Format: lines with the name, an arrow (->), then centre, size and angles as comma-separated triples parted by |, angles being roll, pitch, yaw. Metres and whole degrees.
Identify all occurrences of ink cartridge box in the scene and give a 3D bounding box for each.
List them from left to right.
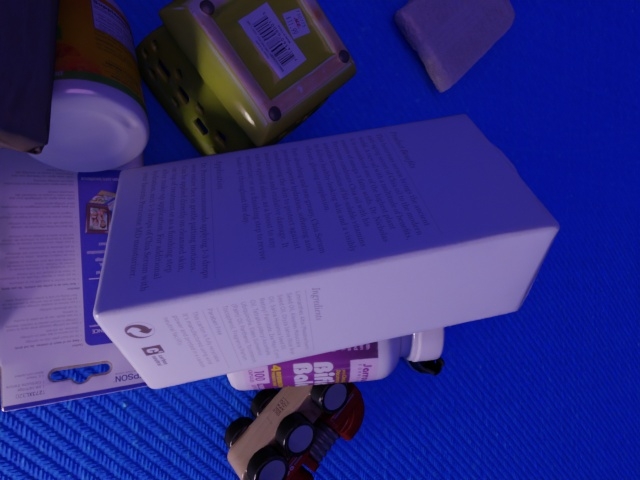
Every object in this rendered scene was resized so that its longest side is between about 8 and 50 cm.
ink cartridge box -> -0.330, 0.022, 0.585 | 0.176, 0.069, 0.369 | -2, 89, -27

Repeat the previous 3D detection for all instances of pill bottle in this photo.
pill bottle -> -0.295, -0.218, 0.523 | 0.137, 0.136, 0.245 | -7, 64, -26
pill bottle -> 0.018, 0.126, 0.645 | 0.302, 0.169, 0.169 | -4, 92, -2

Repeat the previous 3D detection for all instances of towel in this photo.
towel -> 0.284, -0.461, 0.899 | 0.282, 0.049, 0.187 | -45, 107, -18

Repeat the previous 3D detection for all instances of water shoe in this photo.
water shoe -> 0.171, 0.168, 0.823 | 0.073, 0.080, 0.203 | -41, 107, -21

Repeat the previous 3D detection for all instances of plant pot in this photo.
plant pot -> -0.101, -0.251, 0.620 | 0.227, 0.207, 0.228 | -43, 109, -21

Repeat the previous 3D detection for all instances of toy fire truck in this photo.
toy fire truck -> 0.005, 0.347, 0.716 | 0.217, 0.159, 0.246 | -47, 121, -19

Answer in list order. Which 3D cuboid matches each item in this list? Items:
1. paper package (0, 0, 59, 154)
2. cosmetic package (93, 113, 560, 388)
paper package -> -0.378, -0.248, 0.313 | 0.310, 0.168, 0.324 | 4, 88, -11
cosmetic package -> 0.000, 0.000, 0.532 | 0.455, 0.229, 0.161 | -11, 137, -5
